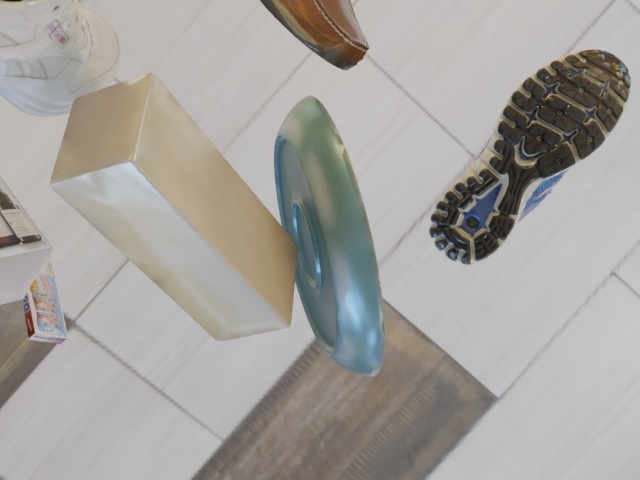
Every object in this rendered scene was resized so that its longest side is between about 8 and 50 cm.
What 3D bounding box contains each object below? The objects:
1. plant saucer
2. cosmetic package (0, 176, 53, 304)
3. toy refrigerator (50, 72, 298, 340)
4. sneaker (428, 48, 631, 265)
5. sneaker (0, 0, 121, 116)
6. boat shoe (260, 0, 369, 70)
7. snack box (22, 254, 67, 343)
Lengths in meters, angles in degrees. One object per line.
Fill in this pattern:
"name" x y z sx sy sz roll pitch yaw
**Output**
"plant saucer" 0.000 0.000 1.072 0.044 0.317 0.317 -13 101 -11
"cosmetic package" -0.286 0.005 0.568 0.099 0.239 0.060 48 122 18
"toy refrigerator" -0.125 -0.019 0.894 0.094 0.102 0.269 -13 141 23
"sneaker" 0.272 -0.117 1.281 0.130 0.147 0.330 43 108 4
"sneaker" -0.242 -0.186 0.818 0.152 0.305 0.114 -25 83 21
"boat shoe" -0.026 -0.349 1.132 0.120 0.123 0.324 -38 66 23
"snack box" -0.462 0.085 1.596 0.022 0.178 0.064 -36 147 27
